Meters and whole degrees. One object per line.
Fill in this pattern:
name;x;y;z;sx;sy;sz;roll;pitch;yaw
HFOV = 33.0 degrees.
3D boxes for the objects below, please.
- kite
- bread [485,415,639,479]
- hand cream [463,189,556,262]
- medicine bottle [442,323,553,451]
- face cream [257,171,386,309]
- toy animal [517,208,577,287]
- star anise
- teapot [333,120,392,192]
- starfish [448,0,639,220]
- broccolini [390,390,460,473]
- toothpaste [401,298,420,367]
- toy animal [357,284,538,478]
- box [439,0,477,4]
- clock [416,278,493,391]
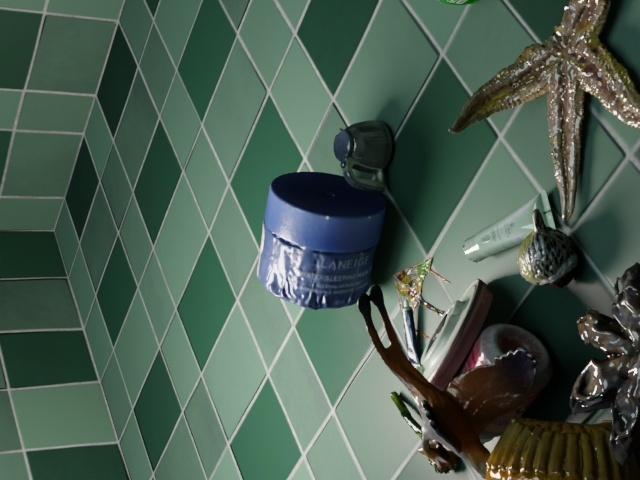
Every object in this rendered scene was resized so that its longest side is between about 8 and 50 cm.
kite;0.206;0.127;2.159;0.244;0.006;0.198;41;124;51
bread;0.374;0.347;1.671;0.240;0.240;0.139;-7;78;59
hand cream;0.335;-0.017;1.909;0.205;0.050;0.078;-31;61;50
medicine bottle;0.293;0.267;1.889;0.247;0.147;0.147;-62;41;37
face cream;0.000;0.000;2.273;0.249;0.249;0.225;43;131;50
toy animal;0.380;0.018;1.783;0.098;0.098;0.137;48;148;48
star anise;0.486;0.169;1.542;0.332;0.118;0.331;-18;64;42
teapot;0.080;-0.179;2.267;0.111;0.108;0.149;16;103;60
starfish;0.392;-0.268;1.740;0.398;0.132;0.383;-39;64;37
broccolini;0.197;0.380;2.146;0.239;0.051;0.054;47;174;50
toothpaste;0.181;0.187;2.176;0.037;0.021;0.139;-5;93;58
toy animal;0.172;0.263;1.794;0.284;0.225;0.302;34;142;36
box;0.270;-0.569;1.958;0.180;0.103;0.250;-31;63;55
clock;0.232;0.177;1.943;0.244;0.056;0.244;-60;-1;-2
